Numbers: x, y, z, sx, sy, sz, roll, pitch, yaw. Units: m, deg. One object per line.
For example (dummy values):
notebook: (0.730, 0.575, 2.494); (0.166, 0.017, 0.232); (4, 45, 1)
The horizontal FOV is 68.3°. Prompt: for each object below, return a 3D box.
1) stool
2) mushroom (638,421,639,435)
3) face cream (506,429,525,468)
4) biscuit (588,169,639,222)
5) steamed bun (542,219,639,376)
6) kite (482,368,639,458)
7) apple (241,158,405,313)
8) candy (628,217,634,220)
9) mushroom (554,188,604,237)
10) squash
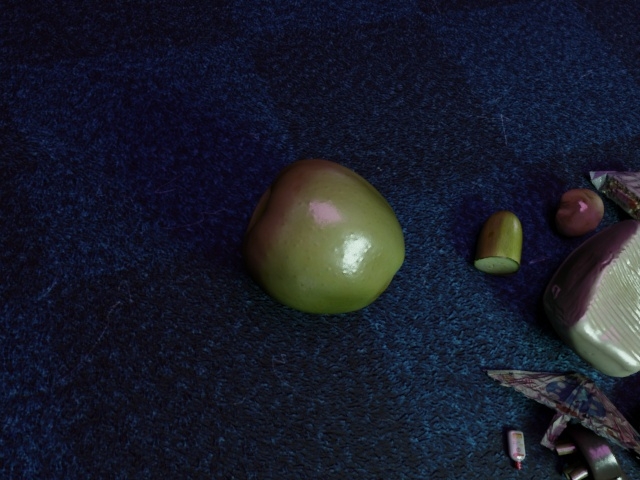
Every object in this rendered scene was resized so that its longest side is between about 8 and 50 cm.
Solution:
stool: (0.615, 0.511, 1.077); (0.121, 0.125, 0.217); (-27, 97, 5)
mushroom: (0.886, 0.476, 1.106); (0.254, 0.184, 0.255); (-5, 58, 8)
face cream: (0.458, 0.488, 1.102); (0.040, 0.021, 0.083); (7, 65, -7)
biscuit: (0.974, -0.120, 1.410); (0.185, 0.079, 0.309); (-7, 42, -18)
steamed bun: (0.721, 0.147, 1.199); (0.247, 0.236, 0.384); (40, 71, -2)
kite: (0.573, 0.381, 1.082); (0.406, 0.014, 0.368); (24, 26, 34)
apple: (0.000, 0.000, 1.058); (0.357, 0.357, 0.358); (4, 65, -9)
candy: (1.000, 0.012, 1.398); (0.138, 0.071, 0.174); (1, 64, -9)
mushroom: (0.744, -0.079, 1.367); (0.147, 0.148, 0.112); (-10, 29, -15)
squash: (0.492, -0.004, 1.280); (0.123, 0.123, 0.187); (21, 64, -1)
